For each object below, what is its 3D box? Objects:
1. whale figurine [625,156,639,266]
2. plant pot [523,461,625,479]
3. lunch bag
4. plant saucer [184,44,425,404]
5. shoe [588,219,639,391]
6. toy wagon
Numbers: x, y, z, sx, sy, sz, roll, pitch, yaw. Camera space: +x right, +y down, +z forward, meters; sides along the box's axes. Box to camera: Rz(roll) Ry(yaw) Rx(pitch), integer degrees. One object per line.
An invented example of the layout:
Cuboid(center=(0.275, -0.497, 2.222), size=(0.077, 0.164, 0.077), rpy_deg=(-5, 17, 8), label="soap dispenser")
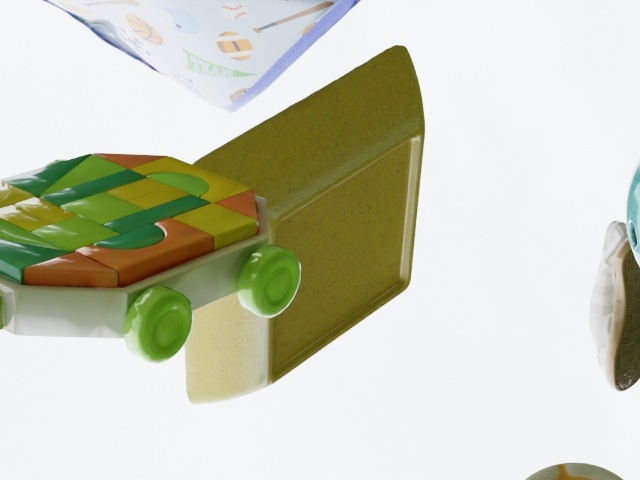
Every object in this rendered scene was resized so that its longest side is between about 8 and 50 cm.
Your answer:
Cuboid(center=(0.295, -0.031, 1.133), size=(0.272, 0.141, 0.216), rpy_deg=(66, -167, -75), label="whale figurine")
Cuboid(center=(0.226, 0.284, 1.396), size=(0.188, 0.205, 0.205), rpy_deg=(72, -170, -62), label="plant pot")
Cuboid(center=(-0.144, -0.328, 1.726), size=(0.328, 0.385, 0.239), rpy_deg=(30, -127, -16), label="lunch bag")
Cuboid(center=(0.000, 0.000, 1.695), size=(0.081, 0.332, 0.333), rpy_deg=(32, -131, 31), label="plant saucer")
Cuboid(center=(0.348, 0.075, 1.819), size=(0.077, 0.058, 0.219), rpy_deg=(-19, -54, -25), label="shoe")
Cuboid(center=(-0.195, 0.014, 1.228), size=(0.344, 0.267, 0.068), rpy_deg=(-21, -57, -46), label="toy wagon")
